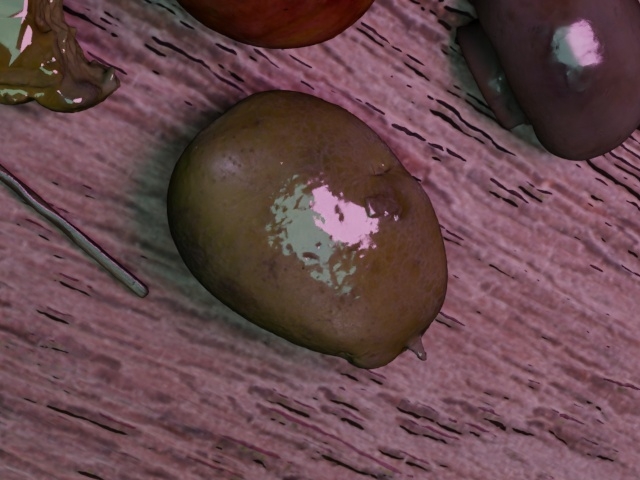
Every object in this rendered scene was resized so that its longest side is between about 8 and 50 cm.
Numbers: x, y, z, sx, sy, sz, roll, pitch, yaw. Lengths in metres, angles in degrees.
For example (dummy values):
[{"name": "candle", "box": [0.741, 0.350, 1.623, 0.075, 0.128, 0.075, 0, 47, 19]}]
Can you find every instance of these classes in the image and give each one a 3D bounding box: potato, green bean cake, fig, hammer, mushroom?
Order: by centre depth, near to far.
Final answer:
[{"name": "green bean cake", "box": [-0.242, -0.215, 1.035, 0.233, 0.124, 0.236, 6, 98, -9]}, {"name": "fig", "box": [-0.040, -0.227, 1.044, 0.205, 0.205, 0.205, -2, 107, -5]}, {"name": "mushroom", "box": [0.184, -0.145, 1.110, 0.141, 0.117, 0.188, -28, 104, 12]}, {"name": "potato", "box": [0.000, 0.000, 1.129, 0.251, 0.159, 0.174, 44, 125, -5]}, {"name": "hammer", "box": [-0.246, -0.049, 1.155, 0.292, 0.029, 0.058, 42, 101, -18]}]
